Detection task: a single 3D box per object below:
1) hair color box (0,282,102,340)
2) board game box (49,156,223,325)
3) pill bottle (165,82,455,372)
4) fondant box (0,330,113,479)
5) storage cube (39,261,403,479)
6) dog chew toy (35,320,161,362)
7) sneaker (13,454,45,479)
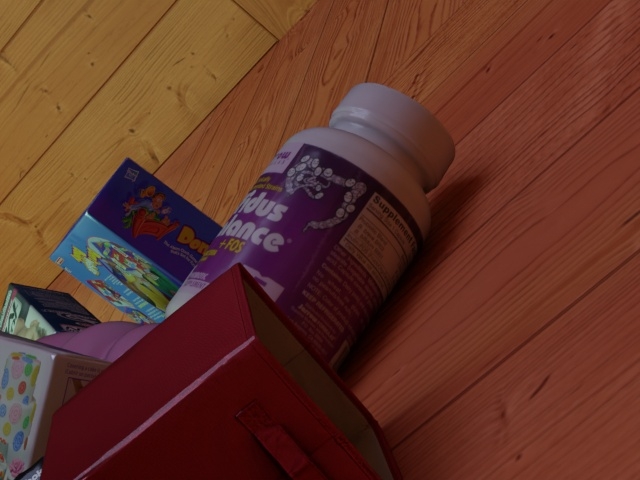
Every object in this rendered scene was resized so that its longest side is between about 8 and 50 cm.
[{"bbox_3d":[-0.401,0.183,1.953,0.347,0.105,0.173,22,98,64],"label":"hair color box"},{"bbox_3d":[-0.187,0.036,1.570,0.078,0.233,0.347,-56,10,-18],"label":"board game box"},{"bbox_3d":[0.000,0.000,1.265,0.301,0.169,0.169,-55,14,-19],"label":"pill bottle"},{"bbox_3d":[-0.339,0.264,1.365,0.238,0.096,0.330,8,84,46],"label":"fondant box"},{"bbox_3d":[-0.070,0.163,0.963,0.193,0.183,0.215,-39,16,3],"label":"storage cube"},{"bbox_3d":[-0.235,0.184,1.486,0.332,0.206,0.206,-25,27,46],"label":"dog chew toy"},{"bbox_3d":[-0.193,0.275,1.121,0.127,0.182,0.315,-51,13,3],"label":"sneaker"}]
